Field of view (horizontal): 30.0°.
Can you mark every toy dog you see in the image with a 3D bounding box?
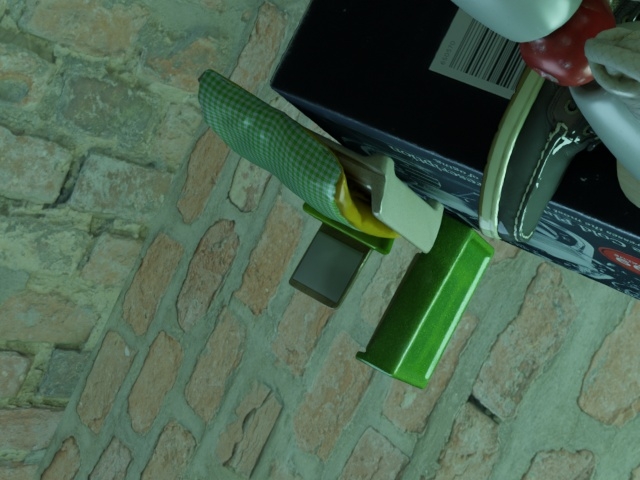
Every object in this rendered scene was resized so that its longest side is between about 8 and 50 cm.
[{"bbox_3d":[0.192,-0.108,0.582,0.220,0.161,0.334,39,-177,35],"label":"toy dog"}]

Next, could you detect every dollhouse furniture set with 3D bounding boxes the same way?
[{"bbox_3d":[0.000,0.000,1.032,0.198,0.151,0.301,29,179,27],"label":"dollhouse furniture set"}]

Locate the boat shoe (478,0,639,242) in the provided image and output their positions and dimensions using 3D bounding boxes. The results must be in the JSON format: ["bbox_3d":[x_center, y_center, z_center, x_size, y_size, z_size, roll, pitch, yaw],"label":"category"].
[{"bbox_3d":[0.166,-0.095,0.728,0.073,0.223,0.080,25,-170,21],"label":"boat shoe"}]

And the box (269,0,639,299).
[{"bbox_3d":[0.194,-0.089,0.945,0.343,0.178,0.312,26,178,29],"label":"box"}]
